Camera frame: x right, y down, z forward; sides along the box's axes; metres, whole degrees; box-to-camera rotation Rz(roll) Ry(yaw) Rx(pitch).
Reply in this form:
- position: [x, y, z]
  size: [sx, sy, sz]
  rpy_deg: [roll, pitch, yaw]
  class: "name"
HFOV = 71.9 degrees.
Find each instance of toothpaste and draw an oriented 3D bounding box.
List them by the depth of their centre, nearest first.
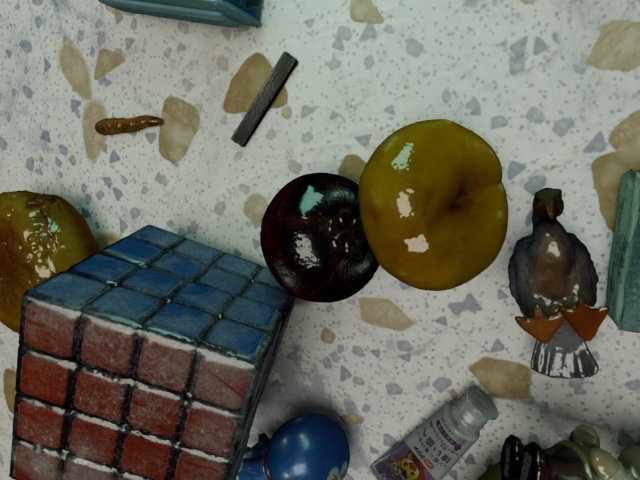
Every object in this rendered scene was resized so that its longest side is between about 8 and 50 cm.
- position: [0.204, 0.389, 0.816]
  size: [0.114, 0.073, 0.299]
  rpy_deg: [45, 117, 26]
  class: "toothpaste"

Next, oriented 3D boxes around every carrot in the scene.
- position: [-0.401, -0.241, 0.921]
  size: [0.165, 0.035, 0.036]
  rpy_deg: [0, 102, 18]
  class: "carrot"

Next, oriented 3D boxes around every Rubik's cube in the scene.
- position: [-0.256, 0.214, 0.768]
  size: [0.344, 0.337, 0.344]
  rpy_deg: [19, 108, 1]
  class: "Rubik's cube"

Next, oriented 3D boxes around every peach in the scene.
- position: [0.172, -0.053, 0.651]
  size: [0.251, 0.153, 0.251]
  rpy_deg: [-1, 93, -22]
  class: "peach"

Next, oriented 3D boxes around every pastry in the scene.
- position: [-0.656, 0.051, 1.011]
  size: [0.355, 0.164, 0.356]
  rpy_deg: [6, 106, 20]
  class: "pastry"

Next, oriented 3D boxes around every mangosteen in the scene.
- position: [-0.001, -0.008, 0.743]
  size: [0.216, 0.216, 0.216]
  rpy_deg: [4, 103, 19]
  class: "mangosteen"

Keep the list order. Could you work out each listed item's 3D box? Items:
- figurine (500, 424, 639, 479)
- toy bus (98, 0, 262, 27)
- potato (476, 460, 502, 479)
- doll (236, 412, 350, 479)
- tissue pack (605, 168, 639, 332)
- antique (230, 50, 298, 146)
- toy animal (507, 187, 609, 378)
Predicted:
- position: [0.456, 0.334, 0.620]
  size: [0.365, 0.206, 0.218]
  rpy_deg: [25, 152, 6]
  class: "figurine"
- position: [-0.253, -0.484, 0.749]
  size: [0.312, 0.152, 0.190]
  rpy_deg: [16, 106, 16]
  class: "toy bus"
- position: [0.289, 0.525, 0.684]
  size: [0.219, 0.270, 0.359]
  rpy_deg: [26, 84, 10]
  class: "potato"
- position: [-0.063, 0.444, 0.873]
  size: [0.257, 0.215, 0.161]
  rpy_deg: [-35, 50, 32]
  class: "doll"
- position: [0.573, 0.025, 0.580]
  size: [0.315, 0.103, 0.228]
  rpy_deg: [5, 102, 18]
  class: "tissue pack"
- position: [-0.106, -0.257, 0.817]
  size: [0.031, 0.015, 0.192]
  rpy_deg: [41, 113, 6]
  class: "antique"
- position: [0.341, 0.073, 0.641]
  size: [0.122, 0.185, 0.298]
  rpy_deg: [-14, 121, 22]
  class: "toy animal"
